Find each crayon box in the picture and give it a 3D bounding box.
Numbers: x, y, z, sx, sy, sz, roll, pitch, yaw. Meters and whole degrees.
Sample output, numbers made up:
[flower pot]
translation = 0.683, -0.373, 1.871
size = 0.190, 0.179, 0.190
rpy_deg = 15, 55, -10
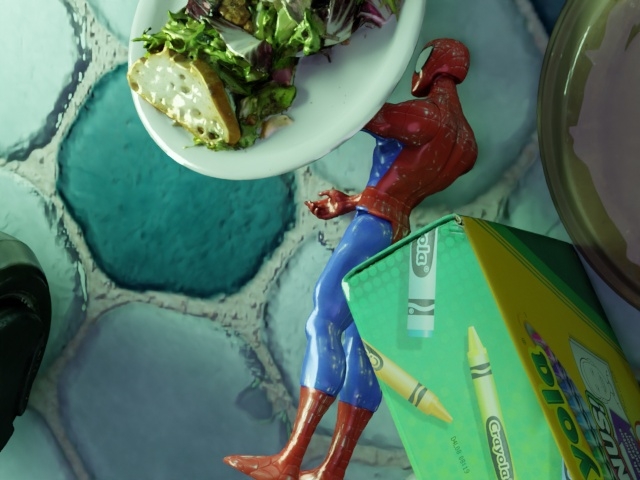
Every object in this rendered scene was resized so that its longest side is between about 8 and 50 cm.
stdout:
[crayon box]
translation = 0.128, 0.131, 0.759
size = 0.081, 0.165, 0.278
rpy_deg = -30, 70, 25

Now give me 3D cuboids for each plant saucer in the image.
[plant saucer]
translation = 0.253, -0.064, 0.779
size = 0.278, 0.041, 0.278
rpy_deg = 5, 104, 19

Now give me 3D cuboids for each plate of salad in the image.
[plate of salad]
translation = -0.034, -0.132, 0.826
size = 0.200, 0.048, 0.200
rpy_deg = -10, 68, 25

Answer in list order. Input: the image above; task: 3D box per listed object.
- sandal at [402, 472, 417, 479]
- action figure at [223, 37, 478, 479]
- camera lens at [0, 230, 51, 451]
[sandal]
translation = 0.025, 0.256, 0.919
size = 0.076, 0.102, 0.265
rpy_deg = 35, 121, 8
[action figure]
translation = 0.000, 0.000, 0.846
size = 0.139, 0.091, 0.280
rpy_deg = 21, 84, 32
[camera lens]
translation = -0.334, 0.050, 0.931
size = 0.274, 0.219, 0.219
rpy_deg = 27, 111, 13
